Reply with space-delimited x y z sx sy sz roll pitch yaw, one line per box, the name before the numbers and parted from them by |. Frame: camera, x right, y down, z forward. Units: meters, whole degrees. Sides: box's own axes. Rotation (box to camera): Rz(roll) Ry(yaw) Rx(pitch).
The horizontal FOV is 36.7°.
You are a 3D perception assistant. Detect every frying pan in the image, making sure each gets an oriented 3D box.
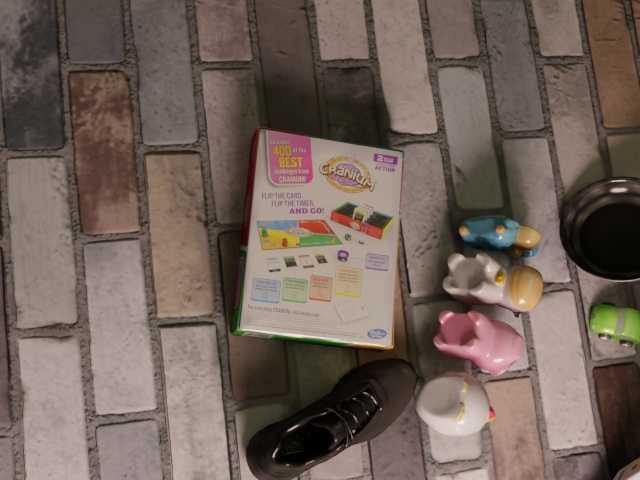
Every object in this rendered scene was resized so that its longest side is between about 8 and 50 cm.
frying pan | 0.534 -0.065 1.601 0.197 0.053 0.326 31 74 30

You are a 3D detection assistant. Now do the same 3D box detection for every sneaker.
sneaker | 0.032 0.263 1.399 0.286 0.130 0.109 -32 86 -20

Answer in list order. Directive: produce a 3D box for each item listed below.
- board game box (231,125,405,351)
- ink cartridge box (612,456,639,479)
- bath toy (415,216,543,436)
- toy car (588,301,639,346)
board game box | 0.000 0.000 1.481 0.242 0.064 0.316 9 76 -13
ink cartridge box | 0.588 0.434 1.422 0.303 0.307 0.072 44 47 7
bath toy | 0.254 0.142 1.493 0.151 0.129 0.348 7 68 32
toy car | 0.556 0.156 1.600 0.225 0.053 0.239 16 74 -11
